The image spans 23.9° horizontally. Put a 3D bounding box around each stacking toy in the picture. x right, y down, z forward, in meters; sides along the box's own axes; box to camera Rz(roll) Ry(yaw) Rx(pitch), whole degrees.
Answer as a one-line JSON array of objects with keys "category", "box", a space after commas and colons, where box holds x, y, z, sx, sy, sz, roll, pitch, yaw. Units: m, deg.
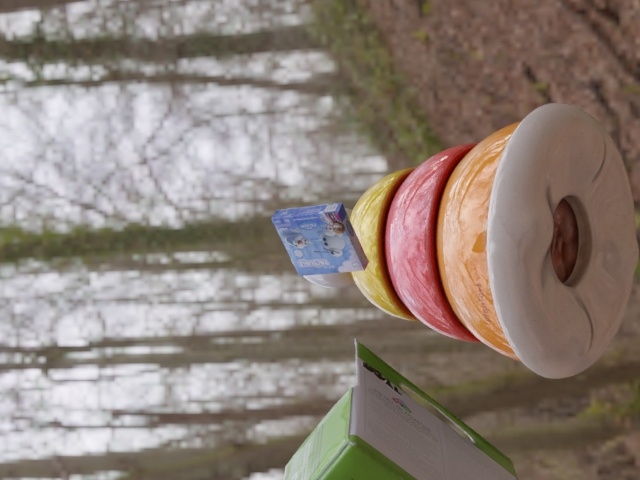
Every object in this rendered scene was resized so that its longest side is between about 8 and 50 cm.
[{"category": "stacking toy", "box": [0.152, -0.002, 2.038, 0.350, 0.480, 0.350, -2, -88, -53]}]

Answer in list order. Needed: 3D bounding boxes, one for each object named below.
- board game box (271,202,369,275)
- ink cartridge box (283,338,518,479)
[{"category": "board game box", "box": [0.000, 0.000, 1.778, 0.090, 0.090, 0.020, 64, -145, -32]}, {"category": "ink cartridge box", "box": [0.072, 0.203, 1.216, 0.097, 0.189, 0.255, -51, 7, 11]}]
